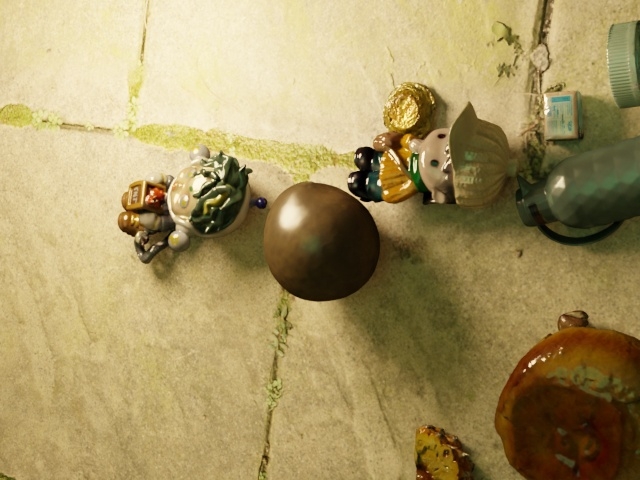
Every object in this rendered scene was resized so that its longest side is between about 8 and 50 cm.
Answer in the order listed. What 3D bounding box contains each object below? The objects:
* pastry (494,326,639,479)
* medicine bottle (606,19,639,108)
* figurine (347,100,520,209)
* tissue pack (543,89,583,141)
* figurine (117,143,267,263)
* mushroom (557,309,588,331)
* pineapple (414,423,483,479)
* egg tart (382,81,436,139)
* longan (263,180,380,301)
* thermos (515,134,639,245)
[{"bbox_3d":[0.491,0.325,1.768,0.356,0.164,0.356,9,110,24],"label":"pastry"},{"bbox_3d":[0.676,-0.325,1.665,0.318,0.158,0.158,-5,89,28],"label":"medicine bottle"},{"bbox_3d":[0.231,-0.142,1.914,0.332,0.204,0.185,-17,52,47],"label":"figurine"},{"bbox_3d":[0.465,-0.239,1.835,0.074,0.059,0.094,0,92,26],"label":"tissue pack"},{"bbox_3d":[-0.311,-0.094,2.189,0.382,0.186,0.261,-7,77,34],"label":"figurine"},{"bbox_3d":[0.540,0.188,1.815,0.187,0.060,0.061,27,93,18],"label":"mushroom"},{"bbox_3d":[0.259,0.497,1.960,0.135,0.079,0.233,3,93,26],"label":"pineapple"},{"bbox_3d":[0.183,-0.269,1.989,0.130,0.052,0.130,-1,89,29],"label":"egg tart"},{"bbox_3d":[0.000,0.000,1.985,0.258,0.258,0.258,1,92,28],"label":"longan"},{"bbox_3d":[0.514,-0.084,1.779,0.286,0.145,0.182,-17,117,29],"label":"thermos"}]
